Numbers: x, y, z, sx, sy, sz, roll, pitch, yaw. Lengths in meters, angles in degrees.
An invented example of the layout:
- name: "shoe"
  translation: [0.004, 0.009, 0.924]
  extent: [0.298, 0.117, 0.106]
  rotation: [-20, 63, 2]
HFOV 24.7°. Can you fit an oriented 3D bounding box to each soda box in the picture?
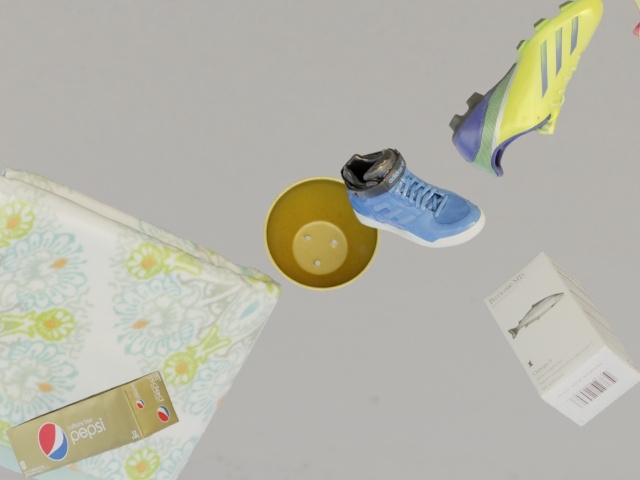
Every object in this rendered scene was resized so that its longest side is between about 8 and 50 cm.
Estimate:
- name: "soda box"
  translation: [-0.234, 0.189, 1.491]
  extent: [0.181, 0.058, 0.061]
  rotation: [-23, 179, 35]

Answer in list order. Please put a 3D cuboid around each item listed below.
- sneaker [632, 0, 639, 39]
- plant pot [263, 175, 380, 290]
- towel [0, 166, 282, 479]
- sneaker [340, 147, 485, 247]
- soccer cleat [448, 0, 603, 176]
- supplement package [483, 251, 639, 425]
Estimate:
- name: "sneaker"
  translation: [0.403, -0.235, 1.639]
  extent: [0.094, 0.081, 0.208]
  rotation: [-14, 118, 39]
- name: "plant pot"
  translation: [0.000, 0.000, 1.716]
  extent: [0.134, 0.134, 0.095]
  rotation: [2, 169, -2]
- name: "towel"
  translation: [-0.271, 0.120, 1.649]
  extent: [0.374, 0.320, 0.090]
  rotation: [25, -165, -26]
- name: "sneaker"
  translation: [0.085, -0.046, 1.430]
  extent: [0.152, 0.058, 0.084]
  rotation: [16, 148, 38]
- name: "soccer cleat"
  translation: [0.306, -0.213, 2.033]
  extent: [0.289, 0.121, 0.093]
  rotation: [-49, 162, 14]
- name: "supplement package"
  translation: [0.303, 0.123, 1.832]
  extent: [0.105, 0.179, 0.105]
  rotation: [-42, 134, 14]
